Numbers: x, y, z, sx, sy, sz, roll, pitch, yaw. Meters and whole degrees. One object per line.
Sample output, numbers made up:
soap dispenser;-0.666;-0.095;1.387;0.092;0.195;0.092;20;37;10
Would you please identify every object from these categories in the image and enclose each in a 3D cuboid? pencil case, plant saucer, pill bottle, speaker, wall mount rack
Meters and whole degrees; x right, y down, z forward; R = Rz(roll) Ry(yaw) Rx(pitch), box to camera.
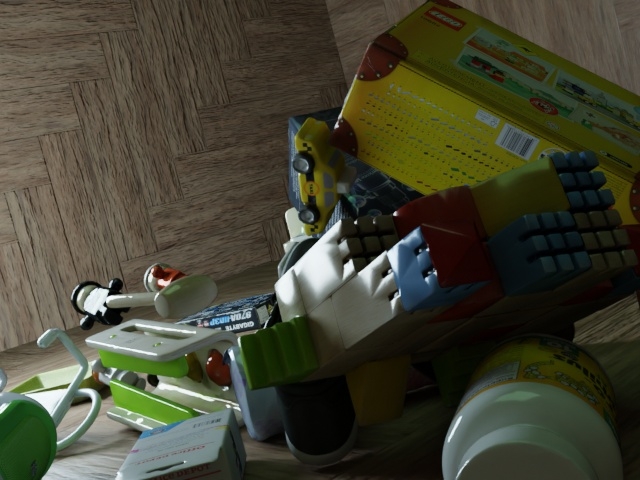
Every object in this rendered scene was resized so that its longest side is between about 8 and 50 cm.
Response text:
pencil case;0.027;0.150;1.018;0.273;0.113;0.124;-16;-21;-8
plant saucer;-0.480;0.274;1.594;0.188;0.045;0.188;-14;4;7
pill bottle;0.149;0.144;0.598;0.117;0.118;0.208;-13;4;19
speaker;-0.371;0.251;0.929;0.131;0.131;0.296;-15;4;-5
wall mount rack;-0.497;0.269;1.219;0.350;0.130;0.304;-13;33;32

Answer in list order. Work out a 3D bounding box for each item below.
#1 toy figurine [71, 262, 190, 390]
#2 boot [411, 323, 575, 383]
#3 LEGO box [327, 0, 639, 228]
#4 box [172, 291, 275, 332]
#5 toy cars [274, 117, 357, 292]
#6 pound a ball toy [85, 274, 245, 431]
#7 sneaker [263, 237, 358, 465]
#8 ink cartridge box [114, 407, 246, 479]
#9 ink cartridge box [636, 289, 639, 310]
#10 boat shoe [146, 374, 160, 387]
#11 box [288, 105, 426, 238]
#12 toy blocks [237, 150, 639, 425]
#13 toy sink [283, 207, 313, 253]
toy figurine;-0.306;0.152;1.467;0.213;0.210;0.148;-18;16;-35
boot;0.191;0.112;0.957;0.090;0.248;0.207;-39;24;38
LEGO box;0.319;-0.185;1.423;0.500;0.193;0.372;29;34;8
box;-0.201;0.173;1.947;0.220;0.051;0.175;-13;4;22
toy cars;0.000;0.000;1.388;0.087;0.394;0.176;4;-9;17
pound a ball toy;-0.196;0.141;1.144;0.135;0.208;0.319;-19;9;-35
sneaker;-0.003;0.071;0.905;0.104;0.147;0.296;-4;45;3
ink cartridge box;-0.135;0.229;0.846;0.104;0.062;0.181;-15;3;-1
ink cartridge box;0.350;0.078;0.800;0.067;0.115;0.198;-13;4;10
boat shoe;-0.192;0.207;1.319;0.223;0.080;0.073;-8;28;49
box;0.143;-0.076;1.608;0.293;0.212;0.395;-16;46;-18
toy blocks;0.147;0.022;0.739;0.381;0.191;0.261;-5;-21;-29
toy sink;0.015;0.034;1.783;0.152;0.234;0.131;-13;4;8
